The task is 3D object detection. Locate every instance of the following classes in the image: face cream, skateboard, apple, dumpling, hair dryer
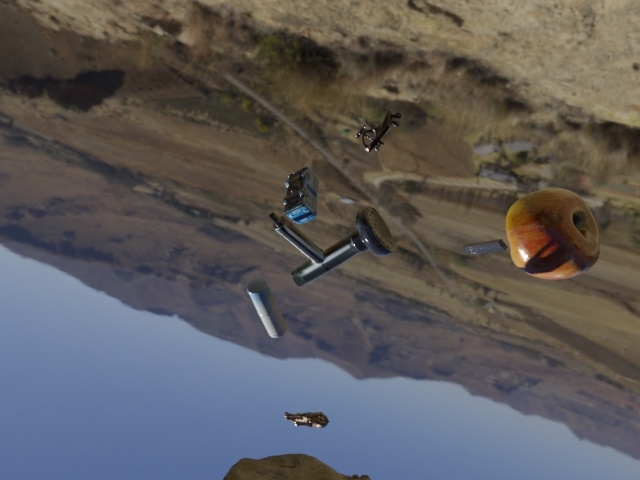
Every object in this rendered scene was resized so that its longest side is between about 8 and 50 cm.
[{"bbox_3d":[-0.191,0.246,2.398,0.077,0.077,0.250,16,142,33],"label":"face cream"},{"bbox_3d":[0.171,-0.332,1.978,0.080,0.151,0.067,36,166,10],"label":"skateboard"},{"bbox_3d":[0.701,-0.016,2.059,0.301,0.301,0.301,19,174,2],"label":"apple"},{"bbox_3d":[-0.071,0.456,1.277,0.332,0.086,0.166,-3,175,-9],"label":"dumpling"},{"bbox_3d":[0.016,0.005,1.880,0.320,0.156,0.284,-26,147,14],"label":"hair dryer"}]

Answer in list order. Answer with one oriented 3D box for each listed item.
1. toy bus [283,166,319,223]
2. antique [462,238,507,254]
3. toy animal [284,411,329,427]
[{"bbox_3d":[-0.061,-0.148,2.239,0.090,0.185,0.106,-21,133,27],"label":"toy bus"},{"bbox_3d":[0.439,0.019,1.777,0.031,0.015,0.192,49,165,-7],"label":"antique"},{"bbox_3d":[-0.045,0.596,2.209,0.149,0.054,0.275,2,166,-1],"label":"toy animal"}]
